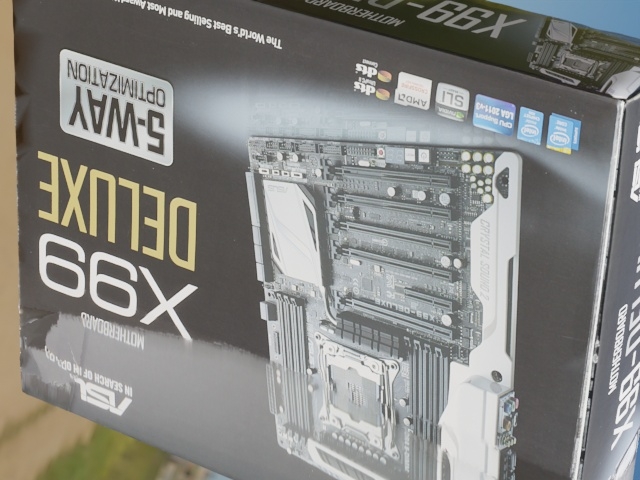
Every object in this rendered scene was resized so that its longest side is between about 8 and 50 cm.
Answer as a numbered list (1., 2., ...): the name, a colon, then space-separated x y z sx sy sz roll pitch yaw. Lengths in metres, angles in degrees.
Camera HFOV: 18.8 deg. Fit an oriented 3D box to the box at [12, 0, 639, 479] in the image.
1. box: 0.000 0.000 0.872 0.076 0.307 0.242 -32 134 -50
